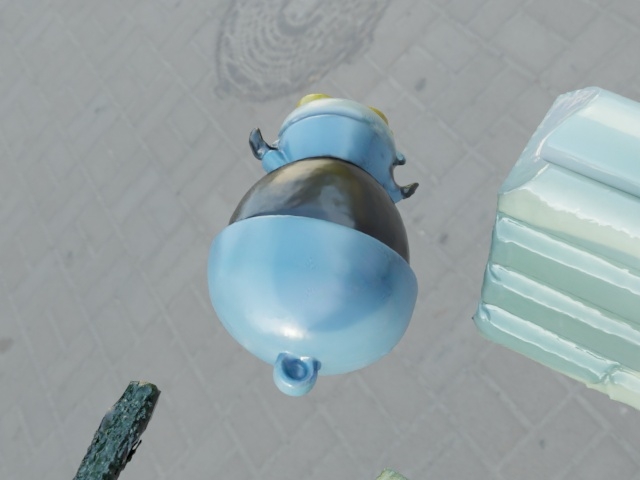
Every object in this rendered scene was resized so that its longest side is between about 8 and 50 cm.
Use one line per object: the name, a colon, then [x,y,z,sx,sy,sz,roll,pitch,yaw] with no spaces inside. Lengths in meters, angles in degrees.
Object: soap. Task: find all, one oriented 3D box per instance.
soap: [0.283,0.048,0.720,0.347,0.208,0.115,26,62,18]

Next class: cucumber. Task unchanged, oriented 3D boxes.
cucumber: [-0.211,0.235,0.979,0.043,0.044,0.256,-56,8,53]

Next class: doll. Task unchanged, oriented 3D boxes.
doll: [0.000,0.000,0.940,0.141,0.177,0.314,110,174,-47]

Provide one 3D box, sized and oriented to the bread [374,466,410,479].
bread: [0.043,0.278,0.830,0.112,0.036,0.193,25,67,32]
